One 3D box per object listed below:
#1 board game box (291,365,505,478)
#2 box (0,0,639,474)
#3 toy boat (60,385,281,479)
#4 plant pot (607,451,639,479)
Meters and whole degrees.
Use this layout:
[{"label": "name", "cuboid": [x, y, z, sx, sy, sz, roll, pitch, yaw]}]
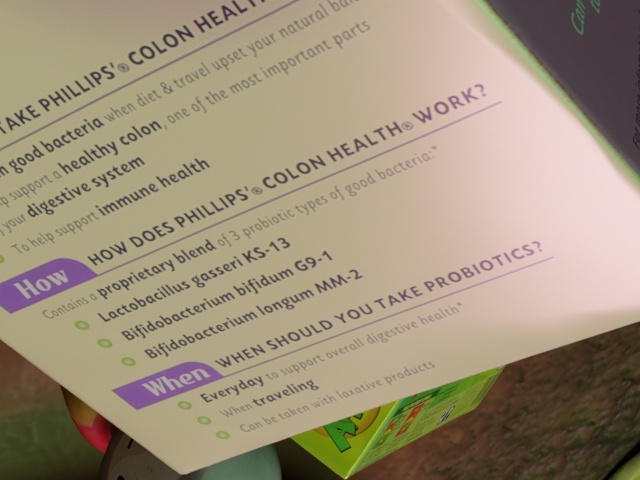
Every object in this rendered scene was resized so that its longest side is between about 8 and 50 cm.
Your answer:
[{"label": "board game box", "cuboid": [0.048, 0.033, 0.723, 0.092, 0.043, 0.181, -58, 165, 14]}, {"label": "box", "cuboid": [-0.031, -0.063, 0.520, 0.213, 0.117, 0.243, -22, 131, 33]}, {"label": "toy boat", "cuboid": [-0.076, 0.165, 0.747, 0.267, 0.148, 0.318, -13, 131, -22]}, {"label": "plant pot", "cuboid": [0.295, 0.248, 0.986, 0.276, 0.276, 0.254, -49, 146, 11]}]
